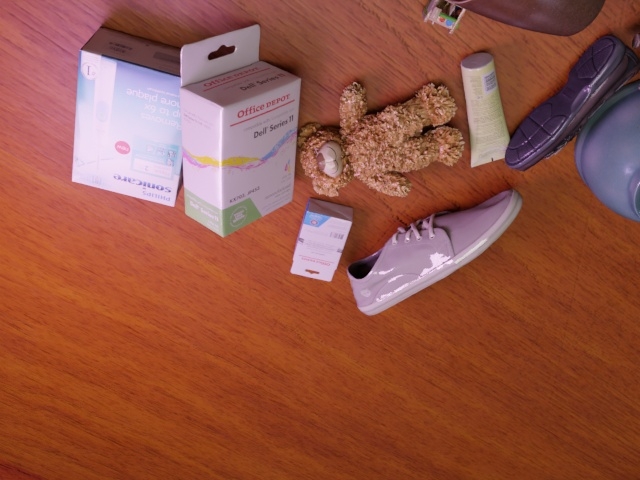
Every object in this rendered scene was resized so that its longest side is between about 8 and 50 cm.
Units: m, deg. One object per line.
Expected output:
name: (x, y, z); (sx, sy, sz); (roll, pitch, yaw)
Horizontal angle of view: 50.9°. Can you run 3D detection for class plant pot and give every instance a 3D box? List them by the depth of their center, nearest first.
plant pot: (0.353, -0.436, 1.106); (0.231, 0.215, 0.215); (22, 127, -29)
plant pot: (0.664, -0.144, 1.292); (0.293, 0.196, 0.293); (2, 126, 3)

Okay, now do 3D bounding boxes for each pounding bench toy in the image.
pounding bench toy: (0.224, -0.403, 1.197); (0.065, 0.083, 0.052); (22, 125, -11)

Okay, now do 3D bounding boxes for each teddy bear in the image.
teddy bear: (0.118, -0.192, 1.348); (0.338, 0.113, 0.245); (1, 125, 3)

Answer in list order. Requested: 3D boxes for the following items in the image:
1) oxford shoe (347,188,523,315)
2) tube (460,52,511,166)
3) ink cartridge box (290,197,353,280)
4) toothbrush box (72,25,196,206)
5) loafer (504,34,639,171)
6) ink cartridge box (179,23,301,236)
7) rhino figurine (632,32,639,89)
oxford shoe: (0.232, 0.011, 1.473); (0.449, 0.169, 0.130); (-34, 99, 27)
tube: (0.323, -0.250, 1.326); (0.070, 0.062, 0.240); (15, 142, 37)
ink cartridge box: (0.000, 0.000, 1.531); (0.104, 0.060, 0.180); (13, 127, -7)
toothbrush box: (-0.362, -0.239, 1.337); (0.217, 0.126, 0.295); (15, 128, -7)
loafer: (0.484, -0.242, 1.288); (0.095, 0.109, 0.302); (23, 120, -24)
ink cartridge box: (-0.150, -0.207, 1.283); (0.119, 0.207, 0.353); (31, 134, 30)
rhino figurine: (0.613, -0.358, 1.179); (0.106, 0.073, 0.243); (0, 108, 0)
